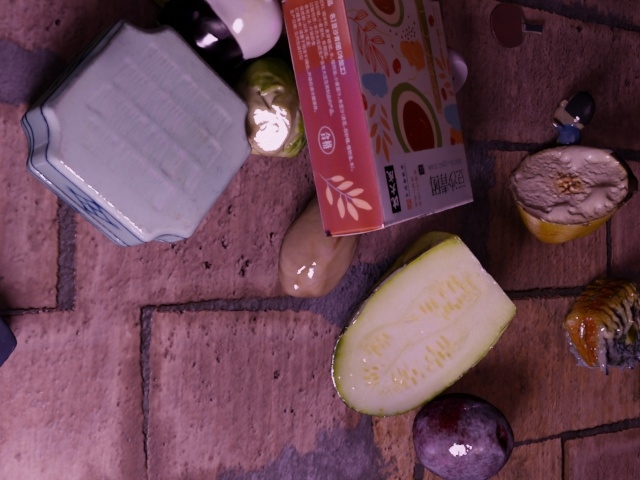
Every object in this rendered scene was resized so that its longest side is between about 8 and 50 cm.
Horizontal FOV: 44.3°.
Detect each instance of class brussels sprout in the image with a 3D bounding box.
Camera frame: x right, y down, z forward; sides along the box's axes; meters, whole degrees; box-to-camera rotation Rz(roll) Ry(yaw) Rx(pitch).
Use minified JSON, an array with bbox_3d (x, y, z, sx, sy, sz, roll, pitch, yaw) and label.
[{"bbox_3d":[-0.076,-0.219,1.299,0.144,0.180,0.161,9,106,5],"label":"brussels sprout"}]

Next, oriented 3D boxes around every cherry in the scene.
[{"bbox_3d":[0.280,0.384,1.521,0.195,0.195,0.195,0,89,-35],"label":"cherry"}]

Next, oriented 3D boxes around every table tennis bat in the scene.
[{"bbox_3d":[0.432,-0.472,1.739,0.158,0.014,0.095,-5,91,-33],"label":"table tennis bat"}]

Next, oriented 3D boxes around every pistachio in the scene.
[{"bbox_3d":[0.000,0.000,1.360,0.136,0.136,0.225,42,58,-27],"label":"pistachio"}]

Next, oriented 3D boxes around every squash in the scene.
[{"bbox_3d":[0.161,0.172,1.429,0.233,0.210,0.309,51,58,-10],"label":"squash"}]

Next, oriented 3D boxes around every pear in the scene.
[{"bbox_3d":[0.546,-0.080,1.728,0.267,0.267,0.178,-49,147,-25],"label":"pear"}]

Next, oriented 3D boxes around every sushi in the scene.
[{"bbox_3d":[0.658,0.201,1.812,0.274,0.139,0.184,-32,108,-34],"label":"sushi"}]

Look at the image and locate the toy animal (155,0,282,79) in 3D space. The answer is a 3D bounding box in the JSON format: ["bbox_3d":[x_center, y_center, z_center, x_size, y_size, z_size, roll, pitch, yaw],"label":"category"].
[{"bbox_3d":[-0.147,-0.331,1.229,0.179,0.166,0.138,-35,70,-1],"label":"toy animal"}]

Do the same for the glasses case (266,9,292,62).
[{"bbox_3d":[0.000,-0.336,1.414,0.218,0.049,0.075,15,78,-34],"label":"glasses case"}]

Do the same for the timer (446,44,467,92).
[{"bbox_3d":[0.217,-0.345,1.533,0.099,0.136,0.136,-43,116,5],"label":"timer"}]

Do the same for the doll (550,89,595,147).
[{"bbox_3d":[0.569,-0.261,1.796,0.102,0.089,0.179,19,102,-33],"label":"doll"}]

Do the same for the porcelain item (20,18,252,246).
[{"bbox_3d":[-0.267,-0.152,1.162,0.286,0.157,0.281,43,65,-26],"label":"porcelain item"}]

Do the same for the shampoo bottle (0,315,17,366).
[{"bbox_3d":[-0.560,0.215,1.003,0.359,0.078,0.134,-38,114,-29],"label":"shampoo bottle"}]

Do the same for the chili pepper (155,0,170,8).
[{"bbox_3d":[-0.220,-0.380,1.267,0.208,0.049,0.043,13,41,-32],"label":"chili pepper"}]

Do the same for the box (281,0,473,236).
[{"bbox_3d":[0.109,-0.226,1.336,0.345,0.122,0.384,-17,98,-55],"label":"box"}]
